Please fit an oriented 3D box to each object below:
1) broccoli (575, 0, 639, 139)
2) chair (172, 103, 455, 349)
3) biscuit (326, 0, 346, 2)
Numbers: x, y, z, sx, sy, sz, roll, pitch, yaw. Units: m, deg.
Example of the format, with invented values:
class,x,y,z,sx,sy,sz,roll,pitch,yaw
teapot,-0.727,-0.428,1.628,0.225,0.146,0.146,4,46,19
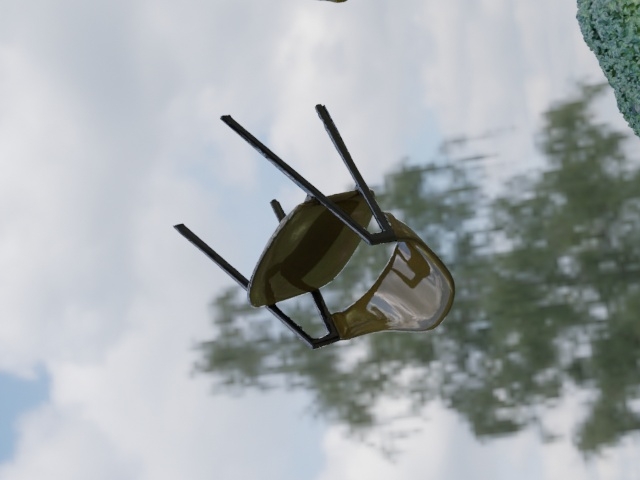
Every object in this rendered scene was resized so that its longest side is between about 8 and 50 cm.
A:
class,x,y,z,sx,sy,sz,roll,pitch,yaw
broccoli,0.328,-0.206,1.220,0.254,0.269,0.269,-57,-35,-30
chair,0.000,0.000,1.624,0.247,0.172,0.159,52,135,29
biscuit,-0.064,-0.282,1.512,0.183,0.174,0.039,-110,36,-58
